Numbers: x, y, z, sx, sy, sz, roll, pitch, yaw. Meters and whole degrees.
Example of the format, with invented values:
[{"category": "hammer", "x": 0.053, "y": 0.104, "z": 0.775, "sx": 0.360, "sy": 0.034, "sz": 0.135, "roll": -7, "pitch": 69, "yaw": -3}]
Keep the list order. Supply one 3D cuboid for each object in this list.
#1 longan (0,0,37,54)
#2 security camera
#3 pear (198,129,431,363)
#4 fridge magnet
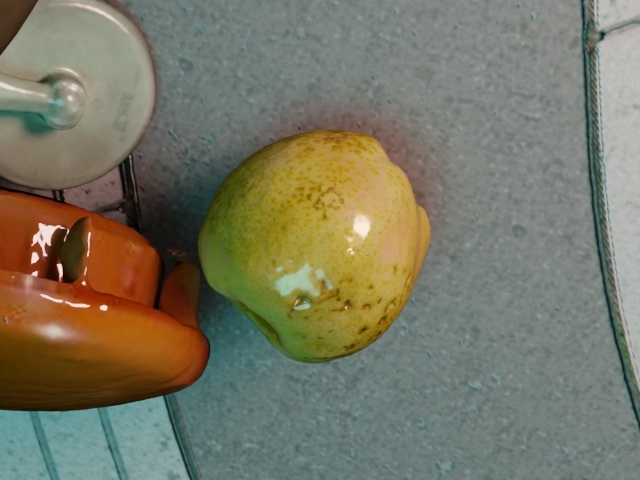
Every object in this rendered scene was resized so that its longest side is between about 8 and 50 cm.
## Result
[{"category": "longan", "x": -0.291, "y": -0.296, "z": 1.245, "sx": 0.336, "sy": 0.404, "sz": 0.404, "roll": 0, "pitch": 120, "yaw": 39}, {"category": "security camera", "x": -0.261, "y": -0.115, "z": 1.443, "sx": 0.301, "sy": 0.080, "sz": 0.157, "roll": 7, "pitch": 106, "yaw": -24}, {"category": "pear", "x": 0.000, "y": 0.000, "z": 1.467, "sx": 0.178, "sy": 0.178, "sz": 0.178, "roll": 6, "pitch": 119, "yaw": 11}, {"category": "fridge magnet", "x": -0.261, "y": 0.049, "z": 1.486, "sx": 0.363, "sy": 0.363, "sz": 0.155, "roll": 6, "pitch": 79, "yaw": 11}]
